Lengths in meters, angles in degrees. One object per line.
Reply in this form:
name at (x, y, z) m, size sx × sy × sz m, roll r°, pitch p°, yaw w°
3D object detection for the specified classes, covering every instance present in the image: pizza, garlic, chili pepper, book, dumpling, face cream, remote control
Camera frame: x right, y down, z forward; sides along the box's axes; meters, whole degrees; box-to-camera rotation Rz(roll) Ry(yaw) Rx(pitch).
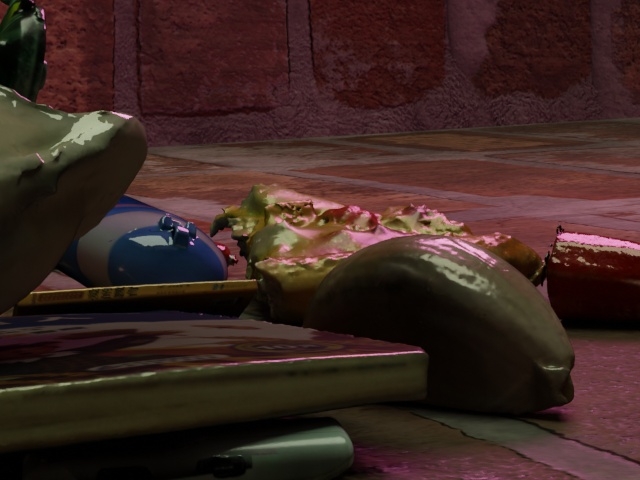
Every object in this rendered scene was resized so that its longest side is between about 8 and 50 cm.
pizza at (0.000, 0.000, 1.566) m, size 0.280 × 0.075 × 0.287 m, roll -7°, pitch 18°, yaw -42°
garlic at (0.070, 0.047, 1.176) m, size 0.195 × 0.101 × 0.087 m, roll 3°, pitch 7°, yaw 32°
chili pepper at (0.255, 0.038, 1.428) m, size 0.169 × 0.065 × 0.088 m, roll 9°, pitch -16°, yaw 22°
book at (-0.138, 0.050, 1.422) m, size 0.172 × 0.012 × 0.118 m, roll -3°, pitch -13°, yaw -12°
dumpling at (-0.259, 0.008, 1.081) m, size 0.318 × 0.187 × 0.243 m, roll 2°, pitch -38°, yaw -12°
face cream at (-0.151, 0.010, 1.587) m, size 0.149 × 0.083 × 0.264 m, roll 11°, pitch 2°, yaw -19°
remote control at (-0.069, 0.110, 0.990) m, size 0.166 × 0.029 × 0.065 m, roll -3°, pitch 8°, yaw -8°
book at (-0.163, 0.076, 1.138) m, size 0.300 × 0.039 × 0.428 m, roll -5°, pitch 3°, yaw -25°

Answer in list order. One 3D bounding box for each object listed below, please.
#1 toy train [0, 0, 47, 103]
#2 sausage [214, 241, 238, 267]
toy train at (-0.341, -0.070, 1.545) m, size 0.179 × 0.272 × 0.442 m, roll 10°, pitch 2°, yaw -19°
sausage at (-0.186, 0.012, 1.812) m, size 0.253 × 0.034 × 0.034 m, roll 3°, pitch 8°, yaw 30°
